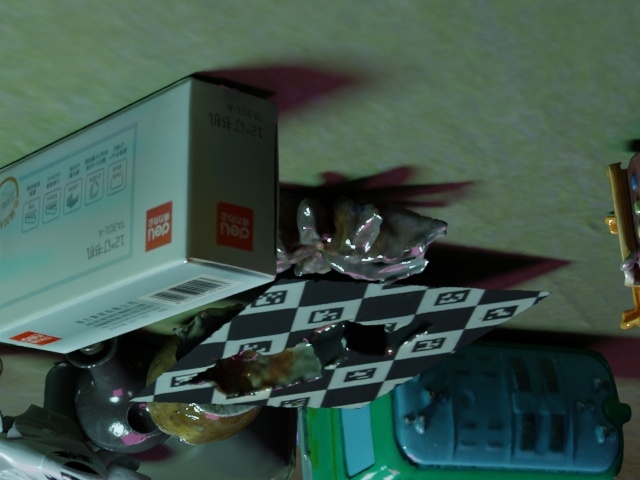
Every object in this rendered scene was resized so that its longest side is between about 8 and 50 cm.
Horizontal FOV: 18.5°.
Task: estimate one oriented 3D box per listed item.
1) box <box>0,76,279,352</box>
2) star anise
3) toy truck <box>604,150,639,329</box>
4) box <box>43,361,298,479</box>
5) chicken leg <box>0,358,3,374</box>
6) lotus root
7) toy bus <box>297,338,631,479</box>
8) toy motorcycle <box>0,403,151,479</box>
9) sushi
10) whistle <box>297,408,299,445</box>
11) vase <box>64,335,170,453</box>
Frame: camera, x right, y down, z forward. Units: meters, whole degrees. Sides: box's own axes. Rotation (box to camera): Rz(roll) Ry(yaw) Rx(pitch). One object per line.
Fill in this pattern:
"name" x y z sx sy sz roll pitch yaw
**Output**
"box" -0.139 -0.013 1.380 0.079 0.135 0.269 15 157 -37
"star anise" 0.000 0.000 1.571 0.182 0.065 0.195 5 172 -7
"toy truck" 0.283 -0.009 1.503 0.135 0.114 0.270 -8 167 2
"box" -0.177 0.197 2.163 0.274 0.138 0.178 -6 155 14
"chicken leg" -0.425 0.131 1.918 0.228 0.103 0.088 4 -176 -9
"lotus root" -0.110 0.136 1.939 0.112 0.122 0.081 13 159 -18
"toy bus" 0.158 0.196 2.094 0.344 0.183 0.199 5 158 -27
"toy motorcycle" -0.283 0.227 2.009 0.254 0.112 0.112 23 154 -24
"sushi" 0.007 0.074 1.806 0.294 0.059 0.292 6 152 -36
"whistle" -0.027 0.217 2.362 0.304 0.062 0.062 0 164 -8
"vase" -0.205 0.139 1.985 0.120 0.120 0.183 -6 148 13
